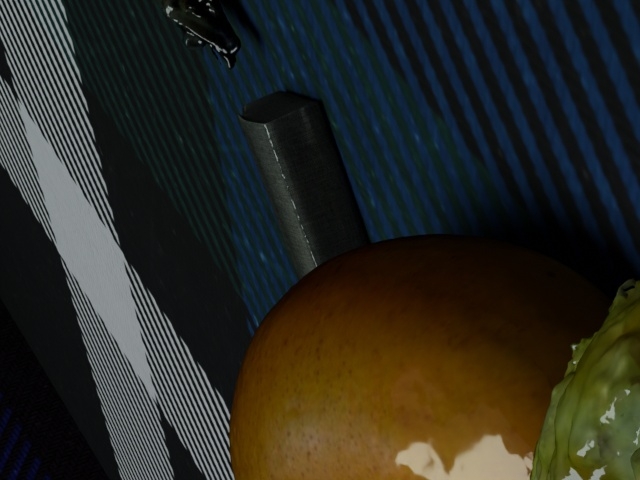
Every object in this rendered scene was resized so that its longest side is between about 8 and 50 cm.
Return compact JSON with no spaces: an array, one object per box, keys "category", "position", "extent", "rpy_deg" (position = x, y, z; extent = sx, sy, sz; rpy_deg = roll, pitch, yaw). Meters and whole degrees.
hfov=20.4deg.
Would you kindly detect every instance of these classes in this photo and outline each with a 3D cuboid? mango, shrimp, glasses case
[{"category":"mango","position":[0.072,0.101,0.937],"extent":[0.199,0.201,0.350],"rpy_deg":[41,162,-19]},{"category":"shrimp","position":[-0.121,-0.253,1.242],"extent":[0.262,0.051,0.198],"rpy_deg":[60,162,26]},{"category":"glasses case","position":[0.000,0.000,1.240],"extent":[0.071,0.047,0.205],"rpy_deg":[28,140,65]}]

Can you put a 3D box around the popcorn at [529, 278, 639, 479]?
[{"category":"popcorn","position":[0.178,0.084,0.622],"extent":[0.212,0.198,0.198],"rpy_deg":[12,135,26]}]
